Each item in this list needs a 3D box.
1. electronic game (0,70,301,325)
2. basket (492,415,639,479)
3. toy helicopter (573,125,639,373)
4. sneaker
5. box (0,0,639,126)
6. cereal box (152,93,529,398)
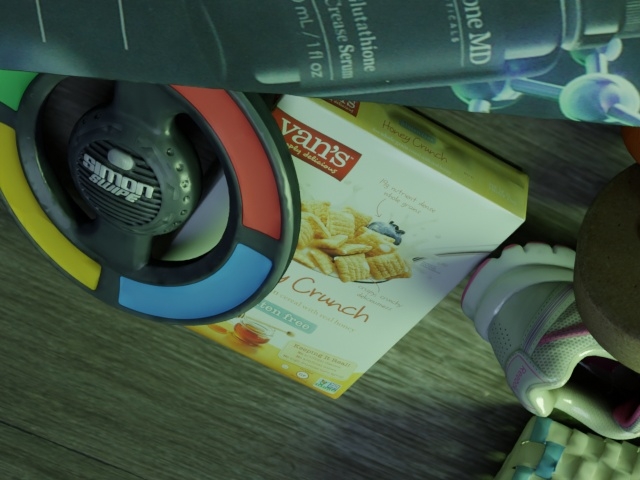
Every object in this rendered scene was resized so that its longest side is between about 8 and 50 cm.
[{"bbox_3d":[-0.116,-0.044,0.893,0.229,0.048,0.229,16,128,21],"label":"electronic game"},{"bbox_3d":[0.241,0.282,1.079,0.289,0.201,0.254,20,137,6],"label":"basket"},{"bbox_3d":[0.316,0.038,0.779,0.355,0.235,0.140,7,137,6],"label":"toy helicopter"},{"bbox_3d":[0.218,0.078,0.920,0.252,0.111,0.103,3,138,-10],"label":"sneaker"},{"bbox_3d":[0.047,-0.227,0.581,0.396,0.212,0.293,5,136,7],"label":"box"},{"bbox_3d":[0.000,0.000,0.951,0.173,0.047,0.240,27,136,-14],"label":"cereal box"}]
